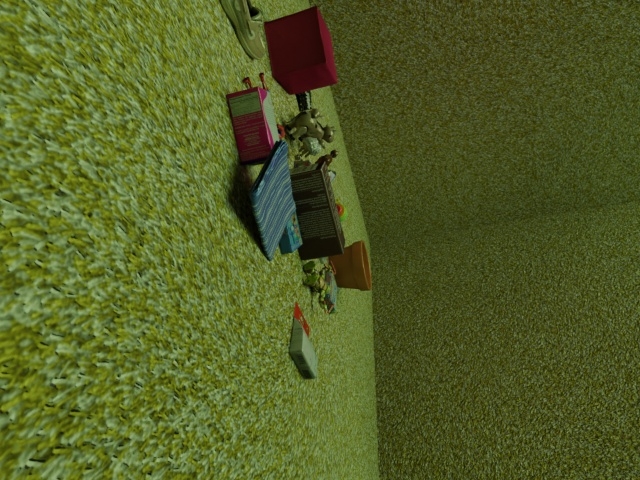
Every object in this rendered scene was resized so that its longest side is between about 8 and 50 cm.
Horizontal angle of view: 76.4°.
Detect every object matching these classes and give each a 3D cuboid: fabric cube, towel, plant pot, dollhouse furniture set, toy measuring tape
[{"bbox_3d":[-0.083,-0.857,1.866,0.258,0.253,0.259,-7,88,-76],"label":"fabric cube"},{"bbox_3d":[-0.139,-0.120,1.283,0.336,0.040,0.243,85,22,-55],"label":"towel"},{"bbox_3d":[0.170,0.157,2.345,0.291,0.203,0.291,-9,90,-78],"label":"plant pot"},{"bbox_3d":[-0.068,-0.346,1.939,0.114,0.081,0.091,67,19,-47],"label":"dollhouse furniture set"},{"bbox_3d":[0.113,-0.114,2.497,0.121,0.121,0.331,50,33,-66],"label":"toy measuring tape"}]

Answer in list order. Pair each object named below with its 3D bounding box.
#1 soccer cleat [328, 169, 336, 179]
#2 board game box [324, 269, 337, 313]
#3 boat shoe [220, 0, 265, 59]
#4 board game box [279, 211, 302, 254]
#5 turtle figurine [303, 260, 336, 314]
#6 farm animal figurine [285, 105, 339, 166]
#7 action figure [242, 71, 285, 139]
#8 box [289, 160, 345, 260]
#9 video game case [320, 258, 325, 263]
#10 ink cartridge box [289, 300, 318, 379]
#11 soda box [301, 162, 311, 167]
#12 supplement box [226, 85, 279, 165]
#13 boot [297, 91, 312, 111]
[{"bbox_3d":[0.022,-0.354,2.348,0.318,0.108,0.117,-48,149,-78],"label":"soccer cleat"},{"bbox_3d":[0.053,0.264,2.131,0.201,0.035,0.136,-82,159,-54],"label":"board game box"},{"bbox_3d":[-0.247,-0.762,1.417,0.302,0.098,0.109,56,28,-62],"label":"boat shoe"},{"bbox_3d":[-0.127,-0.067,1.552,0.160,0.047,0.211,-43,123,-74],"label":"board game box"},{"bbox_3d":[-0.006,0.178,1.821,0.217,0.087,0.270,52,39,-51],"label":"turtle figurine"},{"bbox_3d":[-0.026,-0.515,1.905,0.331,0.172,0.326,62,20,18],"label":"farm animal figurine"},{"bbox_3d":[-0.192,-0.430,1.442,0.139,0.091,0.281,-93,167,-54],"label":"action figure"},{"bbox_3d":[-0.028,-0.120,1.704,0.143,0.191,0.382,-72,150,-64],"label":"box"},{"bbox_3d":[0.000,0.000,2.127,0.190,0.022,0.173,-79,157,-55],"label":"video game case"},{"bbox_3d":[-0.055,0.373,1.540,0.232,0.066,0.189,-80,157,-46],"label":"ink cartridge box"},{"bbox_3d":[-0.032,-0.246,1.945,0.083,0.092,0.263,43,-11,32],"label":"soda box"},{"bbox_3d":[-0.203,-0.355,1.283,0.111,0.113,0.220,-39,120,-74],"label":"supplement box"},{"bbox_3d":[-0.093,-0.776,2.140,0.236,0.085,0.179,-63,144,-71],"label":"boot"}]
